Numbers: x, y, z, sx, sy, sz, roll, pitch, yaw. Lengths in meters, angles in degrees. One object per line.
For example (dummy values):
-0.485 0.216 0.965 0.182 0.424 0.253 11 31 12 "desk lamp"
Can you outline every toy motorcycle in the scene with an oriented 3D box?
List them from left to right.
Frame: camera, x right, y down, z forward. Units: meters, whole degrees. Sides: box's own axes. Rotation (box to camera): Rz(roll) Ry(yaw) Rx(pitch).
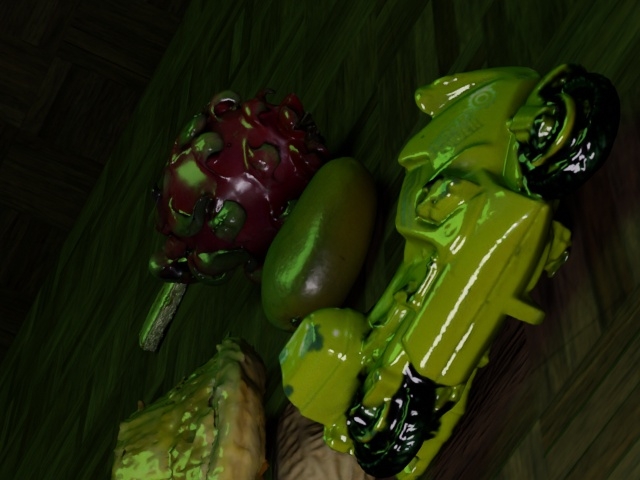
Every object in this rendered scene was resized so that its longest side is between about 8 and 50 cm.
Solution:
0.095 0.006 1.299 0.342 0.142 0.206 -60 14 17 "toy motorcycle"

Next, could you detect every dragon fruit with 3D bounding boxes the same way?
-0.095 -0.054 2.020 0.198 0.218 0.273 -24 -6 -20 "dragon fruit"

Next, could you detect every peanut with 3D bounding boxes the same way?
0.003 0.178 1.468 0.194 0.083 0.093 -88 12 -54 "peanut"

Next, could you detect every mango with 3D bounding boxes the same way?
0.000 0.001 1.758 0.122 0.085 0.191 159 132 -75 "mango"

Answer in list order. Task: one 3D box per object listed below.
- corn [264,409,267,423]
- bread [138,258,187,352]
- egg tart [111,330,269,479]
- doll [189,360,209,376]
-0.137 0.294 1.778 0.310 0.101 0.101 -64 14 -8 "corn"
-0.216 0.082 2.536 0.154 0.028 0.068 -63 13 5 "bread"
-0.107 0.236 1.478 0.341 0.132 0.341 180 90 -89 "egg tart"
-0.136 0.229 1.891 0.127 0.088 0.249 -152 83 -77 "doll"
